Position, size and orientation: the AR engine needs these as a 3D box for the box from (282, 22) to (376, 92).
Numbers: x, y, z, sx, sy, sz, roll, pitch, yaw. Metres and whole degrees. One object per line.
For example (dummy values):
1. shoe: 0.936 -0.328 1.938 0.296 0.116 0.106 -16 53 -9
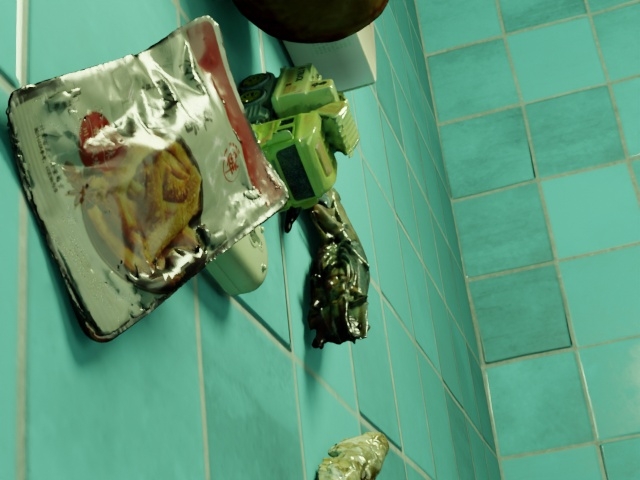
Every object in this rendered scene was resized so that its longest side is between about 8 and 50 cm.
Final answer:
1. box: -0.010 -0.339 1.334 0.251 0.106 0.203 59 21 -51

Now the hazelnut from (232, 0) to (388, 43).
1. hazelnut: -0.032 -0.314 1.071 0.218 0.218 0.233 -82 174 -58

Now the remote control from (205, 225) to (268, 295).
1. remote control: -0.090 -0.030 0.820 0.221 0.042 0.078 57 22 -54

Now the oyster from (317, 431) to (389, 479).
1. oyster: 0.029 0.246 1.023 0.199 0.061 0.106 -89 160 -47

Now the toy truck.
1. toy truck: -0.021 -0.107 1.030 0.191 0.116 0.085 -84 156 -57

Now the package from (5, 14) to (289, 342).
1. package: -0.104 -0.052 0.687 0.239 0.030 0.154 -44 118 -57

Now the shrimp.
1. shrimp: 0.008 -0.003 1.168 0.178 0.075 0.289 62 19 -24
